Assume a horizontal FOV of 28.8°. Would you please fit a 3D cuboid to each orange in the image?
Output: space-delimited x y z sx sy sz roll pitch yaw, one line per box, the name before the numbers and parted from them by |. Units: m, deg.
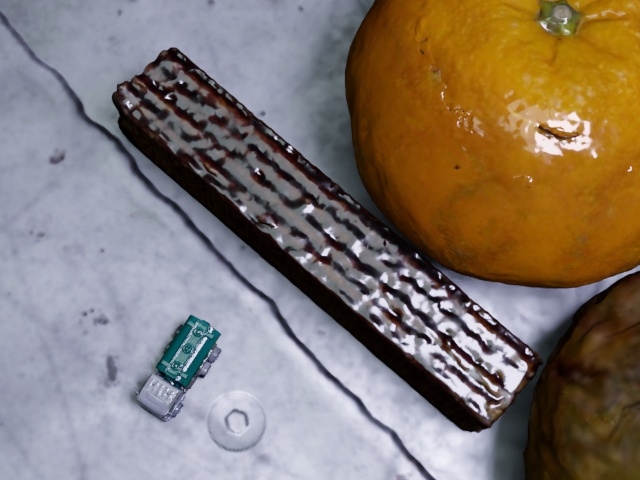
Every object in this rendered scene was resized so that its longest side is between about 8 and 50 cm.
orange | 0.155 -0.100 0.933 0.283 0.226 0.284 5 58 -8

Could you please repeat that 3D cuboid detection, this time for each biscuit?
biscuit | 0.000 0.000 0.973 0.388 0.107 0.073 40 79 5

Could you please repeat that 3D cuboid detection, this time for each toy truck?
toy truck | -0.112 0.100 0.981 0.039 0.044 0.083 32 79 6

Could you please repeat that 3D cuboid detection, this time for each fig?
fig | 0.321 0.115 0.835 0.286 0.368 0.286 12 60 -22
